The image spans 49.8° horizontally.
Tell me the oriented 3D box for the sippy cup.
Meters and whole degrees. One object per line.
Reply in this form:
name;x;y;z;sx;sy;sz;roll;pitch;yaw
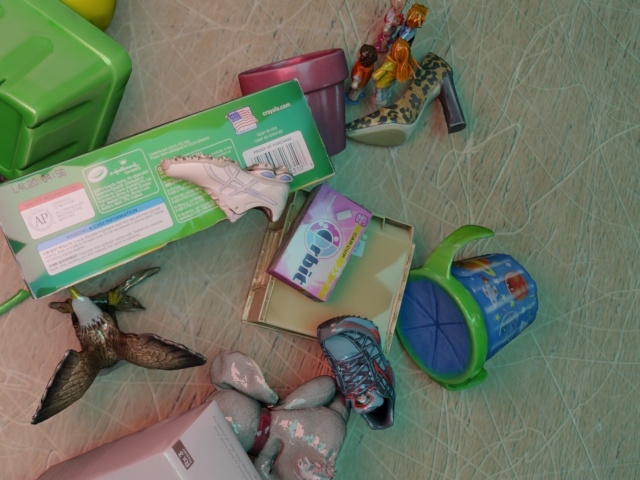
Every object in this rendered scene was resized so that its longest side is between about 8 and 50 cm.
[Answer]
sippy cup;0.296;0.133;1.355;0.224;0.305;0.240;-19;64;-30

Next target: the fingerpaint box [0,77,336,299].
fingerpaint box;-0.257;-0.079;1.085;0.445;0.371;0.163;-24;97;-18

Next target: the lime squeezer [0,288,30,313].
lime squeezer;-0.598;0.207;1.125;0.110;0.059;0.310;34;73;-45

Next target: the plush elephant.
plush elephant;-0.099;0.329;1.185;0.255;0.330;0.271;26;85;3

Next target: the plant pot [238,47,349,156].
plant pot;-0.034;-0.244;1.280;0.201;0.201;0.180;-22;109;-19

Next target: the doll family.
doll family;0.147;-0.367;1.317;0.118;0.163;0.263;25;61;2

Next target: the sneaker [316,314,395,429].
sneaker;0.077;0.236;1.202;0.104;0.125;0.262;-22;128;13

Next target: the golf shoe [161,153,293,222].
golf shoe;-0.123;-0.067;0.906;0.176;0.069;0.086;8;92;-19

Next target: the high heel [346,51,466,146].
high heel;0.154;-0.294;1.413;0.261;0.093;0.186;-9;70;-10

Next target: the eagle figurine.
eagle figurine;-0.331;0.165;1.063;0.225;0.298;0.226;32;97;-38

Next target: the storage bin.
storage bin;0.019;0.063;1.305;0.262;0.123;0.260;18;81;-17

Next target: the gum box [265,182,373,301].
gum box;0.000;0.000;1.204;0.107;0.062;0.188;32;77;-14

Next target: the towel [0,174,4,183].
towel;-0.656;-0.124;1.082;0.284;0.121;0.235;20;79;-17

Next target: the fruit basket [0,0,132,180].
fruit basket;-0.446;-0.322;1.046;0.392;0.283;0.392;17;50;-22

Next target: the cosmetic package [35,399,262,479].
cosmetic package;-0.283;0.419;1.047;0.385;0.156;0.217;-25;97;22
